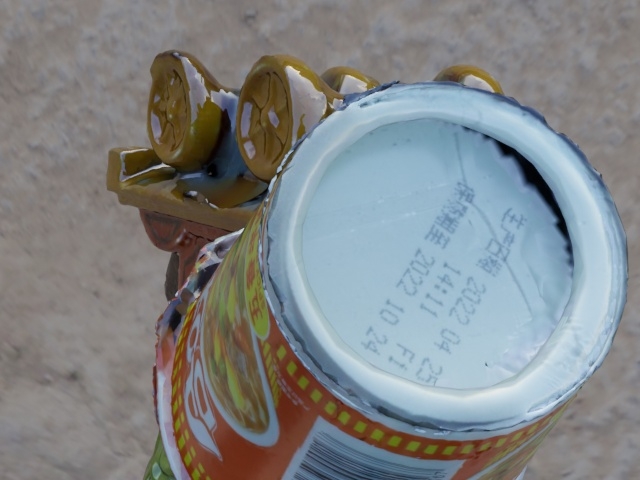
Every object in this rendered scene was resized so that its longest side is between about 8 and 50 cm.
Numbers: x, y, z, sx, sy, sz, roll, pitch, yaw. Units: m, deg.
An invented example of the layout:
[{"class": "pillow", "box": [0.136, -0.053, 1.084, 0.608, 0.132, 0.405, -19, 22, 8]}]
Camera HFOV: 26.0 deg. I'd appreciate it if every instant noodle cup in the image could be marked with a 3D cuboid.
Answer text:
[{"class": "instant noodle cup", "box": [0.027, 0.036, 0.568, 0.193, 0.212, 0.193, 3, 69, -8]}]

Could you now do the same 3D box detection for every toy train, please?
[{"class": "toy train", "box": [0.000, 0.000, 0.863, 0.163, 0.369, 0.232, 2, 96, -31]}]

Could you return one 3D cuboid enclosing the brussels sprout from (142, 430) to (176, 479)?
[{"class": "brussels sprout", "box": [-0.093, 0.278, 1.710, 0.247, 0.328, 0.328, 31, 78, 3]}]
